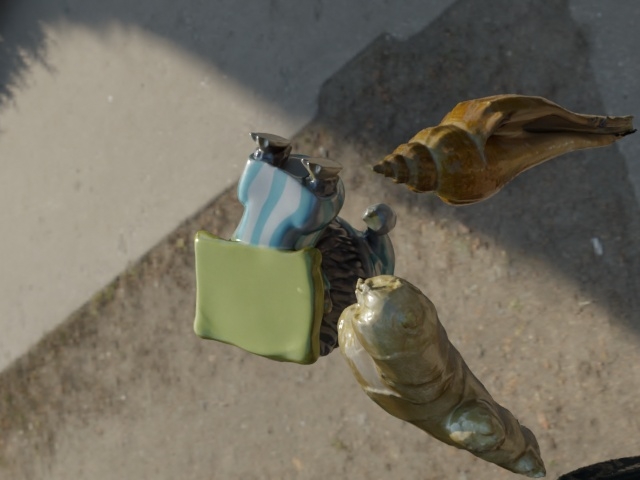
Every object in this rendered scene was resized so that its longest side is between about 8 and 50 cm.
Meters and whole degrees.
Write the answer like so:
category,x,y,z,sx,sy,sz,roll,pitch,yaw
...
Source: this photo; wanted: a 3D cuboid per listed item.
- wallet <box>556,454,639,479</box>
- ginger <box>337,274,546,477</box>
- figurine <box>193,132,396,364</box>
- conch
category,x,y,z,sx,sy,sz,roll,pitch,yaw
wallet,0.289,0.227,0.707,0.052,0.245,0.169,125,136,-52
ginger,0.099,0.120,0.808,0.147,0.333,0.081,9,62,47
figurine,0.000,0.000,1.625,0.266,0.377,0.362,27,114,24
conch,0.194,-0.106,1.038,0.093,0.330,0.109,32,131,51
